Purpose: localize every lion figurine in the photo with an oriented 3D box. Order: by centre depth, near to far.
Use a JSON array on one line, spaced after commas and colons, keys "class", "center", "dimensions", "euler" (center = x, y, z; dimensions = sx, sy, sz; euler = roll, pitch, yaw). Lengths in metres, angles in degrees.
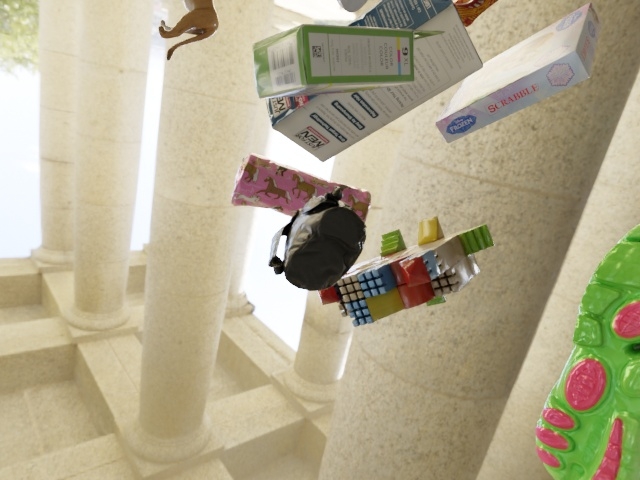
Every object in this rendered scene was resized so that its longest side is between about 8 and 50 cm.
[{"class": "lion figurine", "center": [-0.383, -0.752, 1.388], "dimensions": [0.240, 0.392, 0.142], "euler": [-5, -179, -13]}]

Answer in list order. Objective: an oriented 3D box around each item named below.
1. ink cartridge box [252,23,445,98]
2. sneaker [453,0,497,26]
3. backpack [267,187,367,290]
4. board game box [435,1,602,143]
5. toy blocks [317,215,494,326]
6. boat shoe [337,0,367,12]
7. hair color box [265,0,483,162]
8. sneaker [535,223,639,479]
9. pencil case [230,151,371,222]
[{"class": "ink cartridge box", "center": [0.038, -0.210, 0.532], "dimensions": [0.209, 0.062, 0.109], "euler": [-16, -162, -32]}, {"class": "sneaker", "center": [0.340, -0.523, 0.979], "dimensions": [0.175, 0.067, 0.064], "euler": [-15, 127, 47]}, {"class": "backpack", "center": [0.000, 0.000, 0.700], "dimensions": [0.115, 0.152, 0.182], "euler": [43, -175, -13]}, {"class": "board game box", "center": [0.459, -0.387, 1.042], "dimensions": [0.318, 0.066, 0.319], "euler": [-21, -155, 46]}, {"class": "toy blocks", "center": [0.145, 0.087, 0.940], "dimensions": [0.381, 0.191, 0.261], "euler": [-21, 179, 38]}, {"class": "boat shoe", "center": [0.039, -0.761, 1.100], "dimensions": [0.156, 0.135, 0.367], "euler": [53, 173, 30]}, {"class": "hair color box", "center": [0.086, -0.290, 0.797], "dimensions": [0.174, 0.347, 0.105], "euler": [24, -135, -53]}, {"class": "sneaker", "center": [0.454, 0.144, 0.607], "dimensions": [0.202, 0.483, 0.185], "euler": [-7, -145, -36]}, {"class": "pencil case", "center": [-0.049, -0.119, 1.255], "dimensions": [0.386, 0.160, 0.167], "euler": [16, -159, -9]}]
